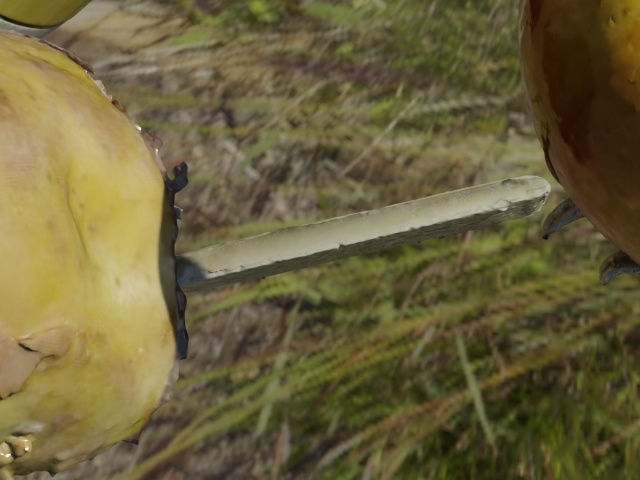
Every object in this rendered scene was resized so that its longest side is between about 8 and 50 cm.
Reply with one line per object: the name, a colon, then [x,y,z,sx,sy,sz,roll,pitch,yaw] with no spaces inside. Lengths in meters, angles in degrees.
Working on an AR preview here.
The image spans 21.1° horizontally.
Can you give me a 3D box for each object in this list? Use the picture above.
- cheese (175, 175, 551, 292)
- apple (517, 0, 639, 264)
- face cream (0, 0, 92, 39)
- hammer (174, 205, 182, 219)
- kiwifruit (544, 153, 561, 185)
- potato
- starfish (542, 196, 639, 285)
cheese: [0.001,0.002,1.474,0.400,0.085,0.034,-13,84,-3]
apple: [0.231,-0.095,0.812,0.286,0.233,0.286,-5,72,16]
face cream: [-0.249,-0.282,1.384,0.179,0.218,0.218,-31,99,31]
hammer: [-0.211,-0.011,1.567,0.062,0.199,0.013,17,114,35]
kiwifruit: [0.202,-0.047,1.103,0.124,0.075,0.075,28,109,-14]
potato: [-0.251,0.002,0.980,0.289,0.237,0.301,4,87,21]
starfish: [0.237,-0.022,1.023,0.247,0.138,0.050,-8,106,-30]
